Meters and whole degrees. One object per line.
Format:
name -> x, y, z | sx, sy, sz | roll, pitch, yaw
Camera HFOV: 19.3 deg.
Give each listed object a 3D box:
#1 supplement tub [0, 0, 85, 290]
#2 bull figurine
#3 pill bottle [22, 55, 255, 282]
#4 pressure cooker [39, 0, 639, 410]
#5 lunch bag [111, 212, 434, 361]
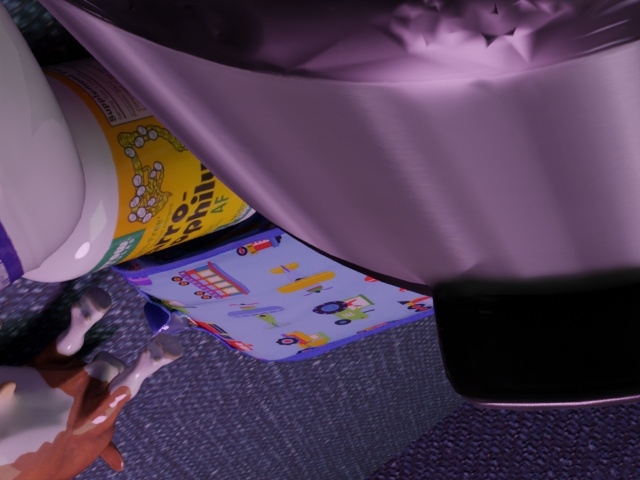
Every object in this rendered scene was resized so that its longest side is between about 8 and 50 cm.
supplement tub -> -0.270, -0.012, 0.596 | 0.331, 0.241, 0.241 | -36, 164, -11
bull figurine -> -0.215, 0.123, 1.358 | 0.310, 0.101, 0.188 | -19, 153, -52
pill bottle -> -0.128, -0.043, 1.053 | 0.208, 0.117, 0.117 | -19, 155, -49
pressure cooker -> 0.067, -0.175, 0.657 | 0.370, 0.375, 0.420 | -49, 160, -3
lunch bag -> 0.000, 0.000, 1.364 | 0.293, 0.138, 0.221 | -30, 150, 16
